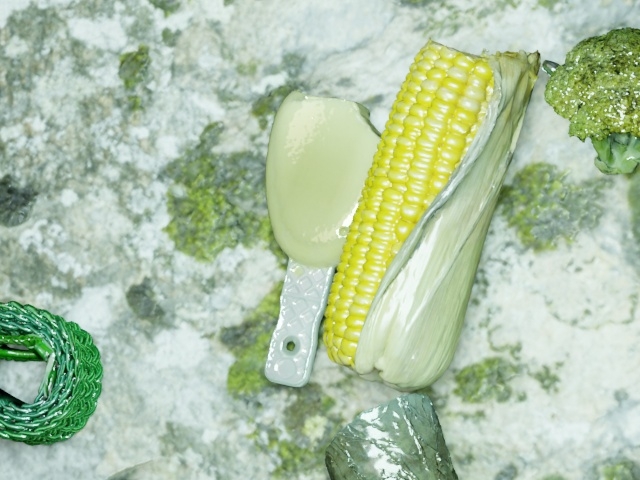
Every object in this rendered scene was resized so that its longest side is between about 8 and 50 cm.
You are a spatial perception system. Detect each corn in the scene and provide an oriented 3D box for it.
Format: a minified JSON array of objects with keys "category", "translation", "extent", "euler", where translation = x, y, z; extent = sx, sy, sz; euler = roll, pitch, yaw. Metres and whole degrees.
[{"category":"corn","translation":[0.095,-0.026,1.599],"extent":[0.122,0.123,0.305],"euler":[19,89,44]}]

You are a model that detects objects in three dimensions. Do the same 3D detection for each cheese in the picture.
[{"category":"cheese","translation":[0.000,0.000,1.673],"extent":[0.127,0.050,0.255],"euler":[9,84,19]}]

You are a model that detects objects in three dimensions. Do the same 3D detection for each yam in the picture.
[{"category":"yam","translation":[0.075,0.227,1.573],"extent":[0.107,0.107,0.183],"euler":[-27,73,12]}]

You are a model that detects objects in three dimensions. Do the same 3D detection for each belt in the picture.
[{"category":"belt","translation":[-0.272,0.115,1.725],"extent":[0.151,0.079,0.121],"euler":[18,85,22]}]

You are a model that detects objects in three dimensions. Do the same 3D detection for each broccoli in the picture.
[{"category":"broccoli","translation":[0.247,-0.113,1.582],"extent":[0.131,0.130,0.120],"euler":[-5,121,-9]}]
